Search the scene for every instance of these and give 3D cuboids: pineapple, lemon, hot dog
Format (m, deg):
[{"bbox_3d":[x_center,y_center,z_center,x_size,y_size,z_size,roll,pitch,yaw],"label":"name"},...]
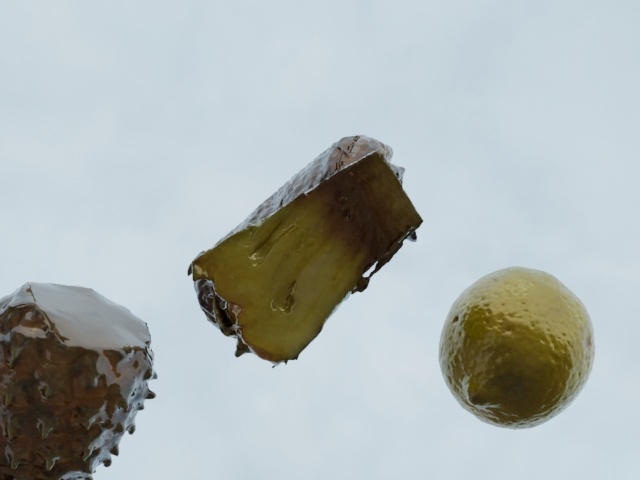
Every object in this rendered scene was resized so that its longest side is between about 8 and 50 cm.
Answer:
[{"bbox_3d":[0.000,0.000,0.927,0.186,0.236,0.114,-30,-79,43],"label":"pineapple"},{"bbox_3d":[0.291,0.166,1.652,0.228,0.253,0.228,14,-42,13],"label":"lemon"},{"bbox_3d":[-0.017,0.004,1.603,0.174,0.267,0.387,42,-51,-13],"label":"hot dog"},{"bbox_3d":[-0.252,0.182,0.870,0.170,0.141,0.310,29,-79,5],"label":"pineapple"}]
